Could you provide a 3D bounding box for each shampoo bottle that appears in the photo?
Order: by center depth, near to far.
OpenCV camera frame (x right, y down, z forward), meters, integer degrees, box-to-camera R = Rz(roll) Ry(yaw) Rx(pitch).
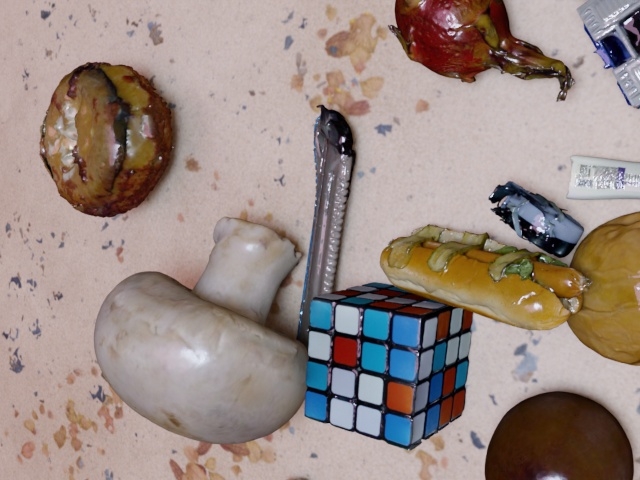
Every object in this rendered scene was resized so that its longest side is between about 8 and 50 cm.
[{"bbox_3d":[0.337,-0.062,0.758,0.141,0.034,0.049,8,91,32],"label":"shampoo bottle"}]

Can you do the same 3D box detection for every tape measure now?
[{"bbox_3d":[0.244,-0.021,0.791,0.094,0.091,0.054,45,110,41],"label":"tape measure"}]

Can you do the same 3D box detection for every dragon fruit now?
[{"bbox_3d":[0.179,-0.233,0.797,0.246,0.125,0.125,36,109,18],"label":"dragon fruit"}]

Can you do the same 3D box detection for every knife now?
[{"bbox_3d":[0.006,0.000,0.974,0.089,0.043,0.365,-152,66,-63],"label":"knife"}]

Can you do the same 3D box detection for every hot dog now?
[{"bbox_3d":[0.179,0.035,0.802,0.269,0.109,0.072,14,120,45],"label":"hot dog"}]

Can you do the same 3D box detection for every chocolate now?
[{"bbox_3d":[0.249,0.247,0.765,0.177,0.177,0.176,3,95,33],"label":"chocolate"}]

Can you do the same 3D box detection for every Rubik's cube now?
[{"bbox_3d":[0.085,0.143,0.863,0.151,0.155,0.154,7,97,32],"label":"Rubik's cube"}]

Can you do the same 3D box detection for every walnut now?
[{"bbox_3d":[0.345,0.049,0.730,0.211,0.087,0.167,-17,81,32],"label":"walnut"}]

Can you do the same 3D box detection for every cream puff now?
[{"bbox_3d":[-0.323,-0.158,1.101,0.240,0.164,0.240,0,90,47],"label":"cream puff"}]

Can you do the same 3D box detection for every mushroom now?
[{"bbox_3d":[-0.138,0.111,0.944,0.298,0.297,0.290,20,81,30],"label":"mushroom"}]

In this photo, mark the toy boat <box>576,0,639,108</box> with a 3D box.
[{"bbox_3d":[0.400,-0.253,0.668,0.295,0.088,0.129,-31,77,31],"label":"toy boat"}]

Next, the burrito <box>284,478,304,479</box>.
[{"bbox_3d":[0.016,0.388,0.993,0.188,0.045,0.058,22,98,31],"label":"burrito"}]
